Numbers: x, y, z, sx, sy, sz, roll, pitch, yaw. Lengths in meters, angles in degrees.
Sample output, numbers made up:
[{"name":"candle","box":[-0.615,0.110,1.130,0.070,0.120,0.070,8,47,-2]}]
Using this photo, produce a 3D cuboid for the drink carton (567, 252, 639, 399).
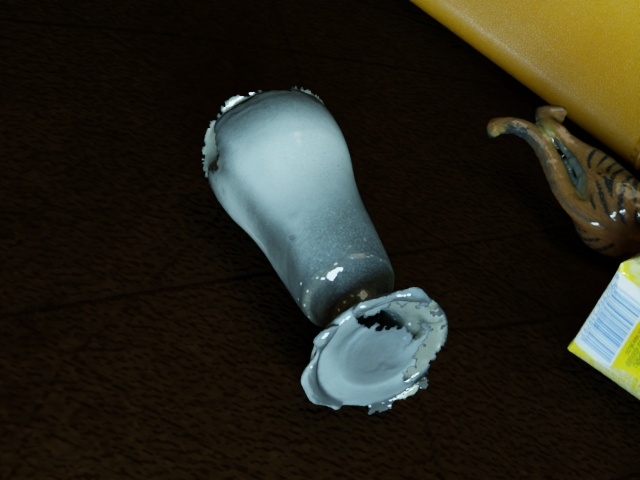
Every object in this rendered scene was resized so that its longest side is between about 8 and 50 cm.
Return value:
[{"name":"drink carton","box":[0.222,0.083,0.812,0.200,0.074,0.084,37,30,20]}]

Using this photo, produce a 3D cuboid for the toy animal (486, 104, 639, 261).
[{"name":"toy animal","box":[0.205,-0.013,0.971,0.241,0.057,0.099,22,29,-12]}]

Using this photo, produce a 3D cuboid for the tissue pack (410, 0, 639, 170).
[{"name":"tissue pack","box":[0.181,-0.188,1.151,0.274,0.145,0.194,41,32,21]}]

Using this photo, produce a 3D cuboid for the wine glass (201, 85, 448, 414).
[{"name":"wine glass","box":[0.000,0.000,0.755,0.072,0.072,0.155,9,35,-31]}]
